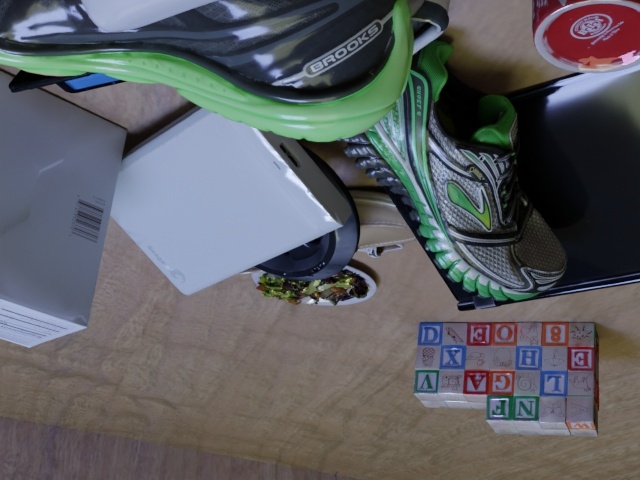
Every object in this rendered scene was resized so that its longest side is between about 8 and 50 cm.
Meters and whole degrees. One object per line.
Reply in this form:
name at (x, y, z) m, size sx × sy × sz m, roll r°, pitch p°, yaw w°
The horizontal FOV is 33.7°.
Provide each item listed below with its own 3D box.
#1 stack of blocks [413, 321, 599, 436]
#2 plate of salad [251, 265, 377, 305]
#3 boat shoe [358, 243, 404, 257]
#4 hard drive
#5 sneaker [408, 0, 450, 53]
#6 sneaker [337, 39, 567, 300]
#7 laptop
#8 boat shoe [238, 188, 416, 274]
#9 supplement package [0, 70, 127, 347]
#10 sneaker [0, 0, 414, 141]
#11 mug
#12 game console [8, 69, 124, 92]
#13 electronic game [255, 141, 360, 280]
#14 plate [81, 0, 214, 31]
stack of blocks at (0.312, 0.231, 1.771) m, size 0.297 × 0.171 × 0.087 m, roll -1°, pitch 155°, yaw 20°
plate of salad at (-0.011, 0.075, 1.658) m, size 0.199 × 0.048 × 0.200 m, roll 6°, pitch 156°, yaw 3°
boat shoe at (0.077, 0.006, 1.491) m, size 0.100 × 0.035 × 0.035 m, roll -10°, pitch 151°, yaw 34°
hard drive at (-0.132, -0.053, 1.283) m, size 0.307 × 0.040 × 0.203 m, roll -24°, pitch 113°, yaw 44°
sneaker at (0.025, -0.189, 0.989) m, size 0.094 × 0.091 × 0.258 m, roll 20°, pitch 153°, yaw -27°
sneaker at (0.162, -0.063, 1.111) m, size 0.146 × 0.134 × 0.343 m, roll -23°, pitch 125°, yaw 37°
laptop at (0.333, -0.059, 1.293) m, size 0.381 × 0.237 × 0.407 m, roll -13°, pitch 178°, yaw 39°
boat shoe at (0.000, 0.000, 1.419) m, size 0.302 × 0.098 × 0.109 m, roll -3°, pitch 155°, yaw 22°
supplement package at (-0.369, -0.035, 1.239) m, size 0.204 × 0.262 × 0.145 m, roll 25°, pitch 151°, yaw -36°
sneaker at (-0.151, -0.235, 0.888) m, size 0.482 × 0.185 × 0.202 m, roll 13°, pitch 120°, yaw 5°
mug at (0.201, -0.225, 0.758) m, size 0.113 × 0.169 × 0.150 m, roll 3°, pitch 157°, yaw 10°
game console at (-0.249, -0.172, 1.123) m, size 0.122 × 0.107 × 0.071 m, roll -10°, pitch 124°, yaw 19°
electronic game at (-0.057, -0.040, 1.313) m, size 0.229 × 0.048 × 0.229 m, roll 17°, pitch 135°, yaw 18°
plate at (-0.105, -0.283, 0.692) m, size 0.277 × 0.045 × 0.278 m, roll -10°, pitch 121°, yaw 26°
